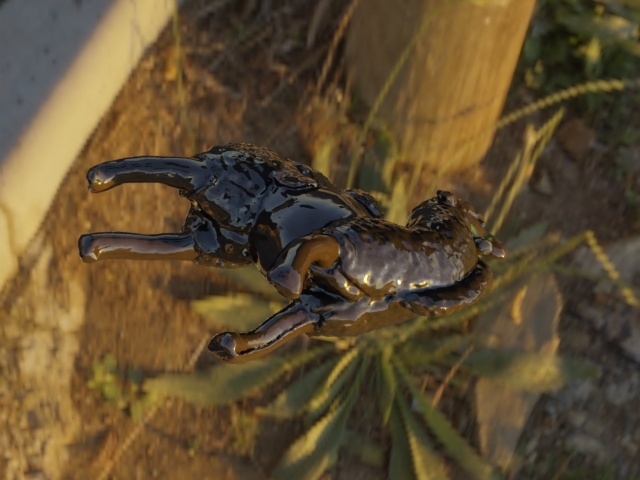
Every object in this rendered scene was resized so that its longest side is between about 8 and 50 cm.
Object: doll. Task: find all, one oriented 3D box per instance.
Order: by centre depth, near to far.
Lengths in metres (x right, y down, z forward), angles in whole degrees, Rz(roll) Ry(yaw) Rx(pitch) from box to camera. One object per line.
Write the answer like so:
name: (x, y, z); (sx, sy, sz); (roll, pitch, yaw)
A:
doll: (0.000, 0.000, 0.728); (0.165, 0.057, 0.139); (-12, 32, -40)
